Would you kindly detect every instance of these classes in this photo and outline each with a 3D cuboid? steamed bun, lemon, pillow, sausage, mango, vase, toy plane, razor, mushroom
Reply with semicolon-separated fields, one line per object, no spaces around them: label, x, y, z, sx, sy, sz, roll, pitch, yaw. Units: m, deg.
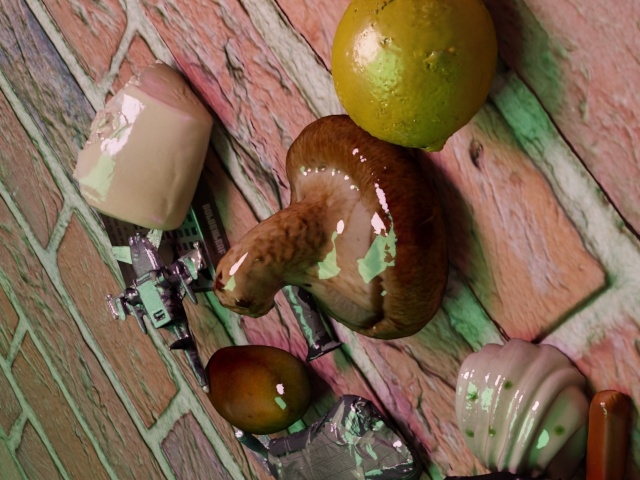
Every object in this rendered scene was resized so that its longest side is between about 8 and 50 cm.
steamed bun;0.217;0.197;1.543;0.183;0.106;0.183;32;134;41
lemon;0.096;-0.192;1.405;0.173;0.173;0.206;36;139;40
pillow;0.025;0.312;1.917;0.161;0.092;0.335;54;148;4
steamed bun;-0.263;-0.139;1.952;0.200;0.170;0.225;37;114;43
sausage;0.309;0.216;1.479;0.041;0.039;0.131;38;138;50
mango;-0.087;0.220;2.010;0.267;0.111;0.133;0;87;60
vase;-0.027;0.080;1.881;0.059;0.059;0.167;-23;90;59
toy plane;-0.227;0.106;2.044;0.192;0.088;0.262;-31;71;25
razor;-0.102;0.313;2.108;0.068;0.040;0.135;45;178;29
mushroom;0.036;-0.002;1.613;0.267;0.254;0.267;16;131;19

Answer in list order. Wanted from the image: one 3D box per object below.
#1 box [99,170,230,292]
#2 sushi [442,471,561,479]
box;-0.248;-0.007;2.170;0.325;0.047;0.180;-6;105;58
sushi;0.236;0.364;1.488;0.212;0.215;0.227;-19;108;43
